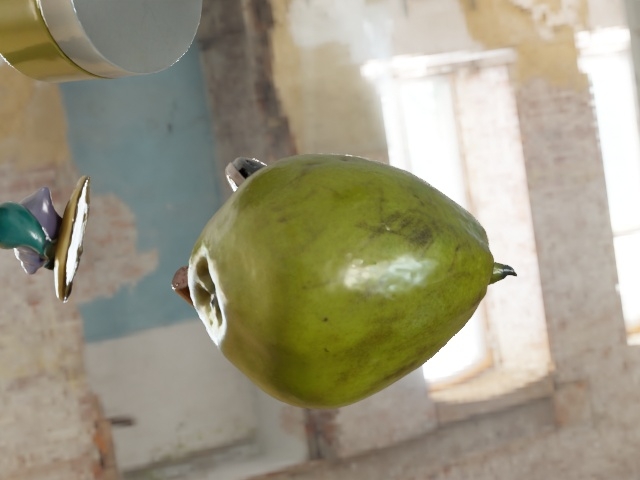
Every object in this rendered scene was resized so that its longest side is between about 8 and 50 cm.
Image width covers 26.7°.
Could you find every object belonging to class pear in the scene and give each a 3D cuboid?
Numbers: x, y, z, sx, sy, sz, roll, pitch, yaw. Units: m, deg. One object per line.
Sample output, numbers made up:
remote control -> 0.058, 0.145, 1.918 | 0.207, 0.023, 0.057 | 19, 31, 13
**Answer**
pear -> 0.039, 0.038, 1.529 | 0.375, 0.287, 0.287 | -2, -177, -7

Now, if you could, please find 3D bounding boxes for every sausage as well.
sausage -> -0.127, 0.079, 1.660 | 0.039, 0.041, 0.131 | -5, 141, 47

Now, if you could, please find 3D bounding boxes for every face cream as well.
face cream -> -0.286, -0.308, 1.672 | 0.179, 0.218, 0.218 | 1, -171, 40

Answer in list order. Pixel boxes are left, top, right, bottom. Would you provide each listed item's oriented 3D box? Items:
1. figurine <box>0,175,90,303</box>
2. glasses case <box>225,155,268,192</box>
figurine -> -0.438, -0.029, 1.740 | 0.257, 0.181, 0.208 | 9, -142, -4
glasses case -> 0.000, 0.000, 1.762 | 0.075, 0.314, 0.122 | -48, -159, 3
